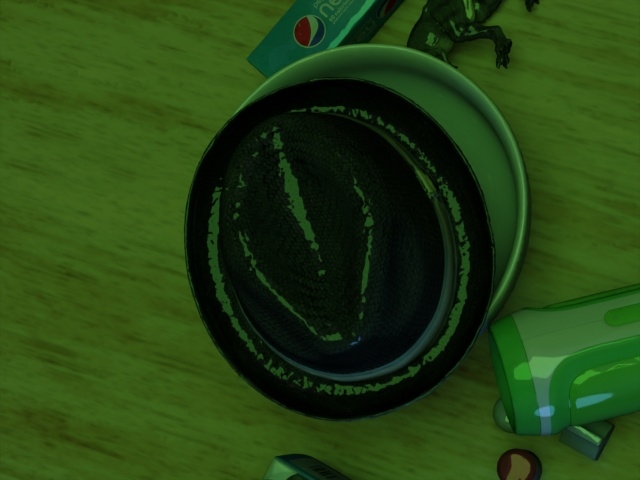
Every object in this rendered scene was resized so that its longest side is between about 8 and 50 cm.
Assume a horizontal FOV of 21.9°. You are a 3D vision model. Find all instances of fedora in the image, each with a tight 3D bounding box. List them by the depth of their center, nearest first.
[{"bbox_3d":[0.000,0.000,1.528,0.334,0.152,0.334,-2,82,15],"label":"fedora"}]

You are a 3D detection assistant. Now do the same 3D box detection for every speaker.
[{"bbox_3d":[0.315,0.098,1.566,0.296,0.131,0.131,-13,79,0],"label":"speaker"}]

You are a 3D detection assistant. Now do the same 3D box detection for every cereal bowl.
[{"bbox_3d":[0.053,-0.020,1.668,0.339,0.141,0.339,-2,82,15],"label":"cereal bowl"}]

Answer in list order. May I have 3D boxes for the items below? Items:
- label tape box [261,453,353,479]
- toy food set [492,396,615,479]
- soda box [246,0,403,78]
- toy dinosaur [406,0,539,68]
[{"bbox_3d":[-0.006,0.418,1.605,0.249,0.115,0.348,28,90,18],"label":"label tape box"},{"bbox_3d":[0.258,0.229,1.596,0.232,0.104,0.111,29,90,17],"label":"toy food set"},{"bbox_3d":[0.022,-0.242,1.746,0.071,0.067,0.210,42,94,17],"label":"soda box"},{"bbox_3d":[0.155,-0.237,1.716,0.118,0.064,0.268,17,84,23],"label":"toy dinosaur"}]
